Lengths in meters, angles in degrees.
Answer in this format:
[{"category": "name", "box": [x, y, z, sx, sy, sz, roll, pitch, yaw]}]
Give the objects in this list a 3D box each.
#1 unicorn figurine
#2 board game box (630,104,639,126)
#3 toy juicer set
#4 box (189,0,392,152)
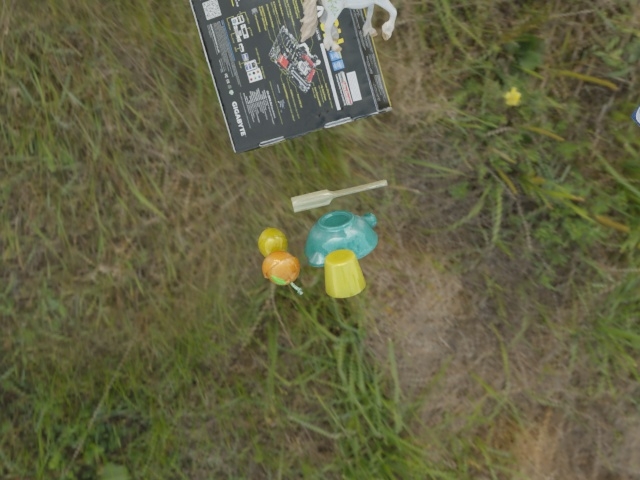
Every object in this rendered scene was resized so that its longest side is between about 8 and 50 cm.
[{"category": "unicorn figurine", "box": [0.049, -0.294, 1.157, 0.161, 0.060, 0.111, -26, 125, -30]}, {"category": "board game box", "box": [0.669, -0.225, 1.766, 0.035, 0.201, 0.136, 20, 118, -28]}, {"category": "toy juicer set", "box": [0.000, 0.000, 1.731, 0.209, 0.329, 0.090, -3, 121, 16]}, {"category": "box", "box": [-0.056, -0.320, 1.488, 0.257, 0.079, 0.322, -14, 97, 23]}]
